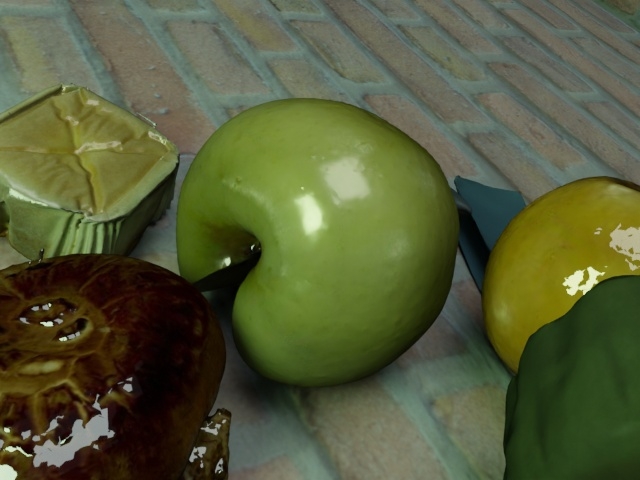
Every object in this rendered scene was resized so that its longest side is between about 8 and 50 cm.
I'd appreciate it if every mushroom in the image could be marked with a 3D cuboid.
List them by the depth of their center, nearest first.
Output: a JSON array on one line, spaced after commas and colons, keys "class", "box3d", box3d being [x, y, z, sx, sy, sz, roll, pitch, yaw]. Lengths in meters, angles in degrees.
[{"class": "mushroom", "box3d": [-0.196, 0.121, 0.544, 0.278, 0.163, 0.297, 17, 37, -4]}]

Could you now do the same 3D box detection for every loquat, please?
[{"class": "loquat", "box3d": [0.305, 0.066, 0.753, 0.274, 0.275, 0.275, 13, 39, -11]}]

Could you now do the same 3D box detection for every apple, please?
[{"class": "apple", "box3d": [0.000, 0.000, 0.709, 0.254, 0.292, 0.292, -14, 50, -42]}]

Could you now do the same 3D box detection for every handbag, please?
[{"class": "handbag", "box3d": [0.269, 0.003, 0.991, 0.144, 0.057, 0.221, 8, 39, -24]}]

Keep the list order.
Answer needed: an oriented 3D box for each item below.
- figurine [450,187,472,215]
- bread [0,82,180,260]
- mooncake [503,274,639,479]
[{"class": "figurine", "box3d": [0.041, -0.084, 0.924, 0.265, 0.140, 0.193, 23, 19, -21]}, {"class": "bread", "box3d": [-0.275, -0.063, 0.771, 0.192, 0.110, 0.210, 28, 38, -2]}, {"class": "mooncake", "box3d": [0.326, 0.181, 0.561, 0.356, 0.356, 0.194, 19, 36, -3]}]
